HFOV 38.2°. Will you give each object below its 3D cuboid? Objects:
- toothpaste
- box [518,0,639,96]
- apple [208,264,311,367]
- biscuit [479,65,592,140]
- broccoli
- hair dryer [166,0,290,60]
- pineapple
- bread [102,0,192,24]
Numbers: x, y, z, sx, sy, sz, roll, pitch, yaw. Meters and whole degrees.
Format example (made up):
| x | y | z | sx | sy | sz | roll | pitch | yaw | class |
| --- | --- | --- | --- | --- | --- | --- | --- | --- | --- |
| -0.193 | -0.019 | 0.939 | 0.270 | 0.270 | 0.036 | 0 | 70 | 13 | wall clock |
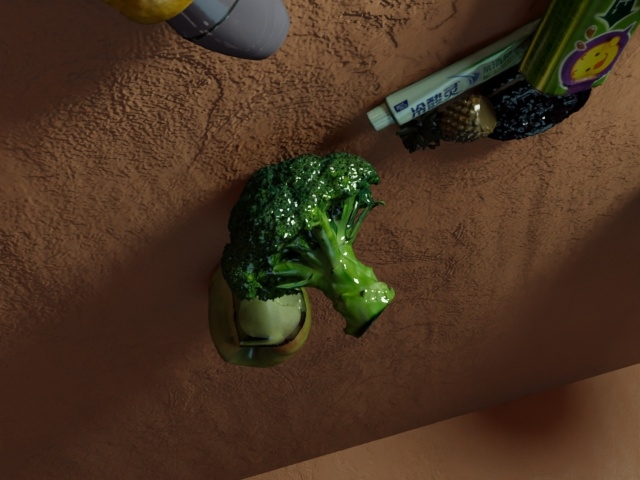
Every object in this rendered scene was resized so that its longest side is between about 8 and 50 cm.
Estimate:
| x | y | z | sx | sy | sz | roll | pitch | yaw | class |
| --- | --- | --- | --- | --- | --- | --- | --- | --- | --- |
| 0.206 | -0.242 | 1.356 | 0.297 | 0.048 | 0.075 | -27 | 151 | 10 | toothpaste |
| 0.375 | -0.342 | 1.193 | 0.134 | 0.097 | 0.345 | -15 | 150 | -21 | box |
| -0.112 | 0.128 | 1.698 | 0.207 | 0.188 | 0.174 | -26 | 147 | 32 | apple |
| 0.328 | -0.218 | 1.437 | 0.195 | 0.053 | 0.194 | -14 | 159 | -5 | biscuit |
| 0.000 | 0.000 | 1.442 | 0.297 | 0.297 | 0.297 | -46 | 175 | -5 | broccoli |
| -0.068 | -0.368 | 0.949 | 0.361 | 0.121 | 0.301 | -39 | 137 | 20 | hair dryer |
| 0.187 | -0.172 | 1.405 | 0.159 | 0.074 | 0.074 | -12 | 161 | 40 | pineapple |
| -0.210 | -0.330 | 0.795 | 0.167 | 0.132 | 0.294 | -40 | 128 | 20 | bread |
